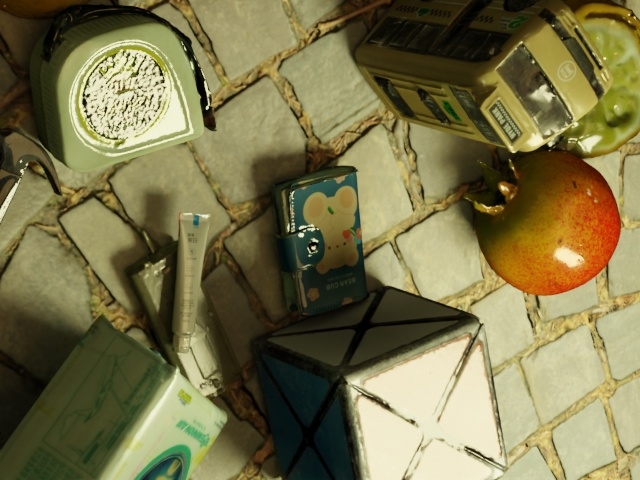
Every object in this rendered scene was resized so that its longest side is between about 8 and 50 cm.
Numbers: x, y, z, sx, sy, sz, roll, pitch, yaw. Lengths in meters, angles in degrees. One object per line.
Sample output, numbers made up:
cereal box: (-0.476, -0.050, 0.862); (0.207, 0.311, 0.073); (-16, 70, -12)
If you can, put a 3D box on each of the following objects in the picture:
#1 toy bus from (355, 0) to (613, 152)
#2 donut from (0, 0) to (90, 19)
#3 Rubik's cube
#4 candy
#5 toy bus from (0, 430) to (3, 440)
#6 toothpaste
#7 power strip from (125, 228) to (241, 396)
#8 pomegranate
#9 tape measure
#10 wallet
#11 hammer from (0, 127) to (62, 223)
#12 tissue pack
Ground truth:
toy bus: (0.217, -0.240, 1.976); (0.202, 0.365, 0.177); (-46, 118, -12)
donut: (-0.337, -0.355, 1.791); (0.178, 0.065, 0.162); (-16, 108, -27)
Rubik's cube: (0.085, 0.232, 2.060); (0.255, 0.260, 0.259); (-20, 112, -29)
candy: (0.402, -0.253, 2.232); (0.260, 0.118, 0.259); (-6, 103, -27)
toy bus: (-0.512, 0.153, 1.725); (0.179, 0.143, 0.305); (-22, 110, -11)
toothpaste: (-0.180, 0.057, 1.952); (0.048, 0.031, 0.190); (4, 95, -29)
power strip: (-0.193, 0.099, 1.990); (0.092, 0.034, 0.268); (-32, 115, -22)
pomegranate: (0.331, -0.033, 2.183); (0.257, 0.221, 0.221); (26, 86, -26)
tape measure: (-0.251, -0.211, 1.843); (0.235, 0.115, 0.207); (-20, 122, -28)
wallet: (-0.001, -0.001, 2.074); (0.141, 0.059, 0.202); (-17, 110, -34)
hammer: (-0.425, 0.001, 1.824); (0.137, 0.037, 0.289); (21, 90, -24)
tissue pack: (-0.303, 0.318, 1.833); (0.388, 0.162, 0.287); (-55, 161, -10)
